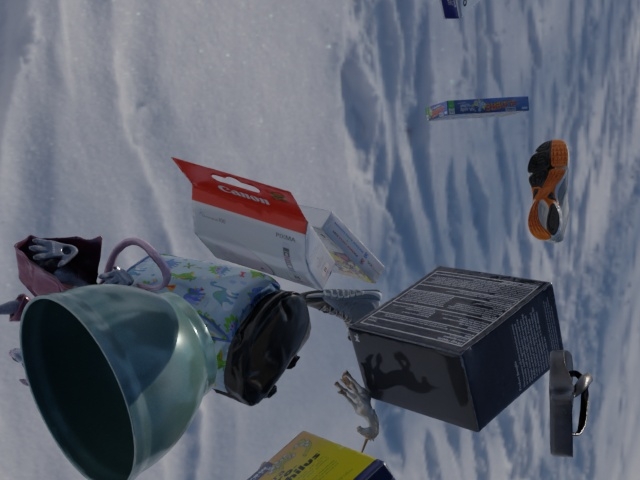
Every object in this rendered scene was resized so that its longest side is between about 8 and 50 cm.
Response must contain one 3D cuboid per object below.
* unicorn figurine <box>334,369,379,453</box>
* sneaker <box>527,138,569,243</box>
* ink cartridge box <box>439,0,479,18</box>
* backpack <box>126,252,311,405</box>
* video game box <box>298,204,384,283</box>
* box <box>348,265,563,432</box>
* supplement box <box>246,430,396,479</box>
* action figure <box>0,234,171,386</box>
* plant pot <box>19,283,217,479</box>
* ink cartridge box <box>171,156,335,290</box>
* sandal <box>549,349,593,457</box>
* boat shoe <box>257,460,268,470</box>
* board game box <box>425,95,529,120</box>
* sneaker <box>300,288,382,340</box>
[{"bbox_3d":[0.076,0.321,1.613,0.111,0.060,0.162,50,22,-12],"label":"unicorn figurine"},{"bbox_3d":[0.568,-0.116,2.034,0.121,0.099,0.262,26,72,-56],"label":"sneaker"},{"bbox_3d":[0.271,-0.551,1.497,0.224,0.045,0.223,-48,133,-33],"label":"ink cartridge box"},{"bbox_3d":[-0.242,0.162,1.643,0.290,0.356,0.273,-46,127,-54],"label":"backpack"},{"bbox_3d":[0.000,0.000,1.605,0.048,0.205,0.187,-55,128,-17],"label":"video game box"},{"bbox_3d":[0.269,0.203,1.644,0.294,0.296,0.182,-28,113,-35],"label":"box"},{"bbox_3d":[0.014,0.463,1.335,0.195,0.356,0.194,-38,99,-20],"label":"supplement box"},{"bbox_3d":[-0.493,0.131,1.566,0.276,0.248,0.370,-24,156,-43],"label":"action figure"},{"bbox_3d":[-0.279,0.186,1.214,0.196,0.293,0.292,-24,114,-42],"label":"plant pot"},{"bbox_3d":[-0.098,-0.017,1.142,0.066,0.189,0.232,-68,157,-13],"label":"ink cartridge box"},{"bbox_3d":[0.318,0.209,1.043,0.254,0.055,0.097,-35,122,-71],"label":"sandal"},{"bbox_3d":[-0.116,0.590,1.924,0.277,0.096,0.098,116,-6,-58],"label":"boat shoe"},{"bbox_3d":[0.363,-0.307,1.924,0.136,0.201,0.035,-171,-104,-77],"label":"board game box"},{"bbox_3d":[0.053,0.191,2.112,0.229,0.086,0.132,1,83,-17],"label":"sneaker"}]
